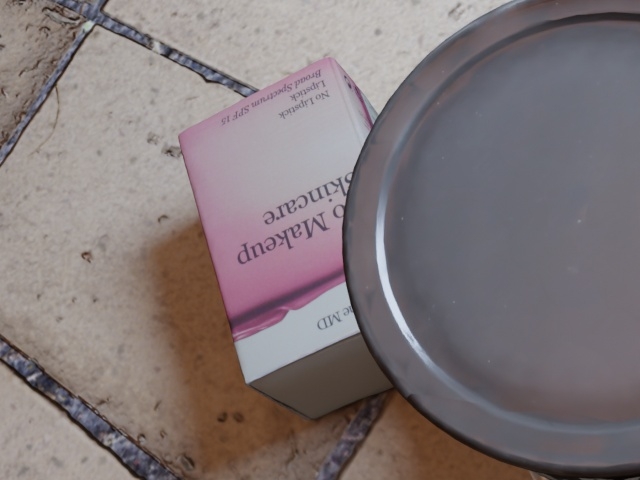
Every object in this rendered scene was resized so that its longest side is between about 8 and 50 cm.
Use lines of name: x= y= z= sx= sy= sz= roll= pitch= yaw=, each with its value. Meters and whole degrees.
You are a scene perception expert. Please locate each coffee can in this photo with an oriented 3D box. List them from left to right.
coffee can: x=0.155 y=0.029 z=0.528 sx=0.201 sy=0.275 sz=0.201 roll=-8 pitch=69 yaw=22

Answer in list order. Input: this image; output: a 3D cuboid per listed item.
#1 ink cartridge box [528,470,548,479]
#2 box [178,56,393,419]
ink cartridge box: x=0.249 y=0.023 z=0.723 sx=0.306 sy=0.131 sz=0.226 roll=-32 pitch=61 yaw=12
box: x=0.000 y=0.000 z=0.848 sx=0.148 sy=0.127 sz=0.232 roll=-26 pitch=61 yaw=13
